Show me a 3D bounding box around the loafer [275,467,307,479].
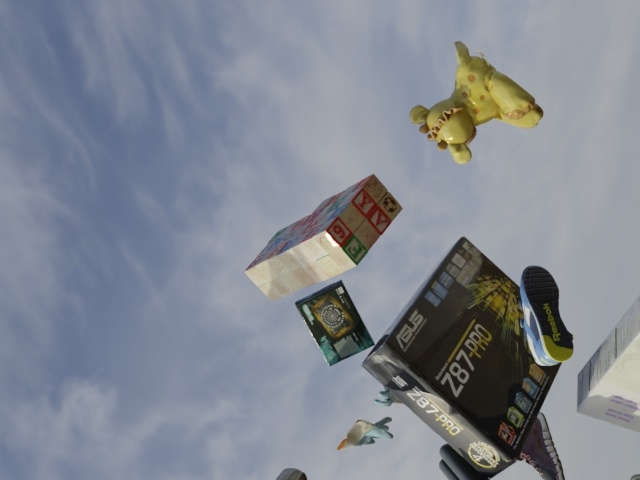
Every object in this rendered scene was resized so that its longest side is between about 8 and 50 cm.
[{"bbox_3d":[-0.053,0.545,1.617,0.319,0.112,0.112,-79,-26,-44],"label":"loafer"}]

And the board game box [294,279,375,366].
[{"bbox_3d":[0.035,0.199,2.195,0.186,0.126,0.026,63,-176,-20],"label":"board game box"}]

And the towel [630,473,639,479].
[{"bbox_3d":[0.658,0.514,1.430,0.056,0.312,0.324,74,-163,-55],"label":"towel"}]

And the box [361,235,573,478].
[{"bbox_3d":[0.298,0.212,1.780,0.395,0.318,0.097,-46,-4,-46],"label":"box"}]

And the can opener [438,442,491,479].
[{"bbox_3d":[0.316,0.470,1.666,0.093,0.280,0.074,-18,-55,-25],"label":"can opener"}]

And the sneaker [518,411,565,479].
[{"bbox_3d":[0.589,0.625,2.592,0.281,0.163,0.106,-98,-10,-48],"label":"sneaker"}]

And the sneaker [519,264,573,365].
[{"bbox_3d":[0.296,0.103,1.246,0.059,0.053,0.144,114,153,-61],"label":"sneaker"}]

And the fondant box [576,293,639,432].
[{"bbox_3d":[0.615,0.207,1.559,0.330,0.238,0.096,109,179,-47],"label":"fondant box"}]

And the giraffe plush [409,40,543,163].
[{"bbox_3d":[0.265,-0.228,1.631,0.170,0.181,0.210,-51,-44,10],"label":"giraffe plush"}]

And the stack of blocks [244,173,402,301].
[{"bbox_3d":[0.000,0.000,1.747,0.087,0.297,0.171,48,-126,-12],"label":"stack of blocks"}]

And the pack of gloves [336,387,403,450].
[{"bbox_3d":[0.146,0.379,1.978,0.195,0.046,0.232,-54,-22,7],"label":"pack of gloves"}]
